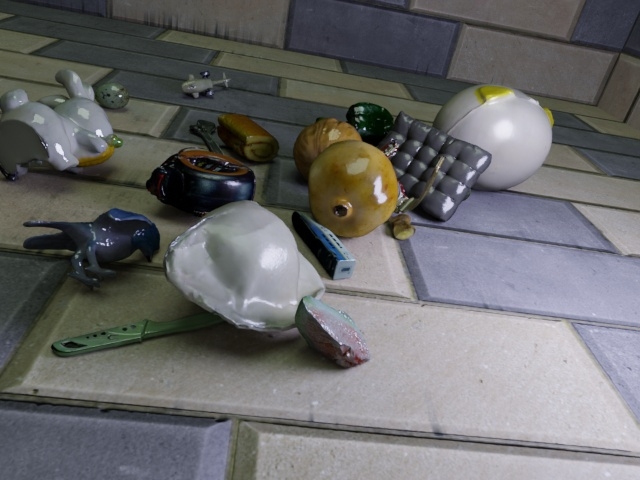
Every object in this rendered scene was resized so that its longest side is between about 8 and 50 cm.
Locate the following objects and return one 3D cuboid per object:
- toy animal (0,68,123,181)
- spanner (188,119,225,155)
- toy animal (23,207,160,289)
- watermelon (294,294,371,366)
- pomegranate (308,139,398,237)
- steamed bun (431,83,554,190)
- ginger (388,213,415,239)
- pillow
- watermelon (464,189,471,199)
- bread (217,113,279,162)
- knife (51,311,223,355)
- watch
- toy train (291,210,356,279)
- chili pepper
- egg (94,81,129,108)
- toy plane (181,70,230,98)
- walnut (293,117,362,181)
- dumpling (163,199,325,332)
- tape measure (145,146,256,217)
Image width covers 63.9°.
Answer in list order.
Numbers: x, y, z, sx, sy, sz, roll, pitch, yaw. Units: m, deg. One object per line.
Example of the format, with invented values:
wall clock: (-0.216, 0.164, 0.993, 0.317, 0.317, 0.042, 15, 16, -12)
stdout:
toy animal: (-0.623, -0.268, 1.230, 0.247, 0.183, 0.310, 44, 32, -11)
spanner: (-0.333, -0.301, 1.563, 0.093, 0.026, 0.325, -4, 35, -27)
toy animal: (-0.397, -0.003, 0.918, 0.239, 0.255, 0.176, -19, 51, 23)
watermelon: (0.015, 0.152, 0.852, 0.180, 0.081, 0.094, 37, -5, -29)
pomegranate: (0.077, -0.120, 1.212, 0.233, 0.233, 0.233, 9, 30, -5)
steamed bun: (0.521, -0.312, 1.573, 0.374, 0.334, 0.334, 8, 26, -38)
ginger: (0.206, -0.036, 1.287, 0.057, 0.044, 0.137, -22, 20, 12)
pillow: (0.285, -0.210, 1.448, 0.326, 0.228, 0.101, 37, 3, 31)
watermelon: (0.391, -0.149, 1.509, 0.111, 0.078, 0.078, 10, 30, -6)
bread: (-0.219, -0.304, 1.524, 0.132, 0.103, 0.172, -6, 35, -44)
knife: (-0.274, 0.143, 0.834, 0.293, 0.020, 0.043, -10, 38, -31)
watch: (0.200, -0.166, 1.276, 0.165, 0.268, 0.102, 42, 66, 11)
toy train: (0.000, 0.000, 1.143, 0.051, 0.052, 0.234, -2, 32, -28)
chili pepper: (0.113, -0.353, 1.677, 0.261, 0.174, 0.165, 4, 56, -15)
egg: (-0.677, -0.469, 1.664, 0.110, 0.085, 0.085, -1, 30, 6)
toy plane: (-0.442, -0.610, 1.997, 0.108, 0.092, 0.286, 0, 23, 34)
walnut: (0.025, -0.251, 1.449, 0.195, 0.195, 0.221, 15, 23, 6)
dumpling: (-0.113, 0.045, 0.931, 0.260, 0.181, 0.341, 39, 0, 4)
tape measure: (-0.264, -0.128, 1.191, 0.223, 0.135, 0.202, 14, 20, -1)
